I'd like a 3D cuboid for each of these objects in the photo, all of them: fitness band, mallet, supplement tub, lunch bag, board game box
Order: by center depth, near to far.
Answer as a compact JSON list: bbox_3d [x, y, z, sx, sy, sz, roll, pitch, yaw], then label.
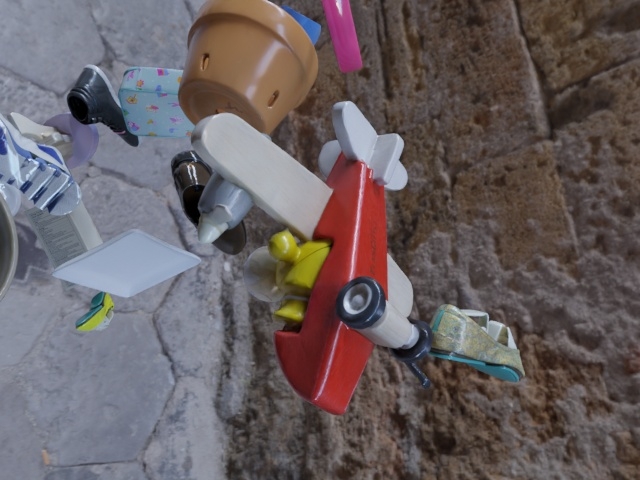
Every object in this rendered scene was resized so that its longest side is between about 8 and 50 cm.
[{"bbox_3d":[0.129,0.181,0.841,0.189,0.039,0.062,54,-9,52],"label":"mallet"},{"bbox_3d":[0.019,-0.445,0.916,0.209,0.054,0.291,-95,167,-44],"label":"fitness band"},{"bbox_3d":[-0.086,-0.493,1.205,0.169,0.133,0.033,9,59,-45],"label":"board game box"},{"bbox_3d":[-0.911,-0.120,1.402,0.144,0.200,0.144,-7,101,-37],"label":"supplement tub"},{"bbox_3d":[-0.454,-0.403,1.538,0.279,0.224,0.107,2,63,-7],"label":"lunch bag"}]

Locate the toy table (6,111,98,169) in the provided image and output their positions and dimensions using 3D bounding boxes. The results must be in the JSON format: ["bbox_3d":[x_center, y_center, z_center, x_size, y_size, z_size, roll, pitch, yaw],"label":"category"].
[{"bbox_3d":[-0.877,-0.308,1.669,0.252,0.274,0.161,55,31,-7],"label":"toy table"}]

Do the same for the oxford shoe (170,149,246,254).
[{"bbox_3d":[-0.185,-0.035,0.862,0.227,0.083,0.096,63,5,-49],"label":"oxford shoe"}]

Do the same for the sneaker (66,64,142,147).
[{"bbox_3d":[-0.680,-0.381,1.608,0.147,0.105,0.295,-66,148,-35],"label":"sneaker"}]

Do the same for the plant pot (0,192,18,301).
[{"bbox_3d":[-0.696,0.027,0.773,0.323,0.280,0.323,44,37,-46],"label":"plant pot"}]

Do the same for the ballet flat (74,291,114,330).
[{"bbox_3d":[-0.659,0.223,1.528,0.077,0.077,0.231,60,-1,-19],"label":"ballet flat"}]

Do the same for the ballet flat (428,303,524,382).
[{"bbox_3d":[0.326,0.206,1.033,0.348,0.123,0.123,27,55,-42],"label":"ballet flat"}]

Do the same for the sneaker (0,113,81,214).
[{"bbox_3d":[-0.712,-0.195,1.210,0.127,0.182,0.315,-46,121,-3],"label":"sneaker"}]

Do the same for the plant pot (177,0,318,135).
[{"bbox_3d":[-0.174,-0.342,1.107,0.291,0.291,0.203,40,58,-35],"label":"plant pot"}]

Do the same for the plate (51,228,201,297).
[{"bbox_3d":[-0.509,0.058,1.375,0.278,0.277,0.045,39,30,-61],"label":"plate"}]

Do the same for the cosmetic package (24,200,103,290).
[{"bbox_3d":[-0.880,0.002,1.815,0.113,0.160,0.309,-66,135,-77],"label":"cosmetic package"}]

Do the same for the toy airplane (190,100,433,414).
[{"bbox_3d":[0.000,0.000,0.741,0.384,0.272,0.386,-30,99,-59],"label":"toy airplane"}]
